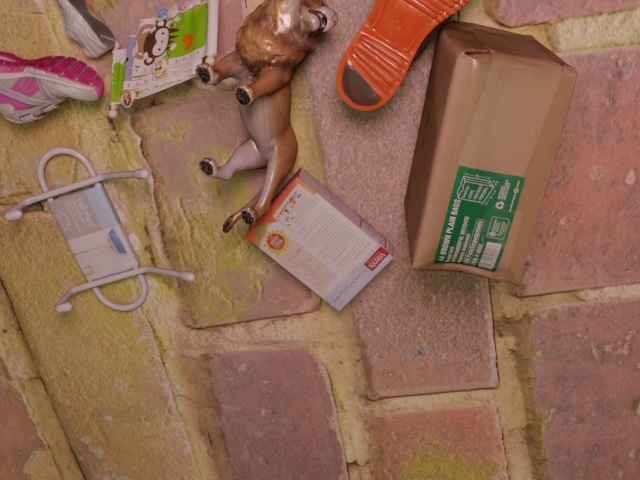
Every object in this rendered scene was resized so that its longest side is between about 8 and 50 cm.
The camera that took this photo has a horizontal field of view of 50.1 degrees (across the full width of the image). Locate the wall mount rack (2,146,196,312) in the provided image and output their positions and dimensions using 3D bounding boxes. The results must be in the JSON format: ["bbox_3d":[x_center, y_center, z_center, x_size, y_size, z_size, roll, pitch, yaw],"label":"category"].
[{"bbox_3d":[-0.393,-0.007,1.262,0.303,0.130,0.350,-16,112,11],"label":"wall mount rack"}]

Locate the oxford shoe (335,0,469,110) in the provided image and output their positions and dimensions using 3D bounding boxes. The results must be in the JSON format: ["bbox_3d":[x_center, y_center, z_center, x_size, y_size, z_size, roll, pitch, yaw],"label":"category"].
[{"bbox_3d":[0.148,-0.373,1.056,0.130,0.133,0.364,38,115,-5],"label":"oxford shoe"}]

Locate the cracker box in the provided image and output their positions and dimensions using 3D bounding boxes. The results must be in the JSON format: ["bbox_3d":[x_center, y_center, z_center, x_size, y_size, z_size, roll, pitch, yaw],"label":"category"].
[{"bbox_3d":[0.000,0.000,1.264,0.232,0.067,0.156,40,111,-11],"label":"cracker box"}]

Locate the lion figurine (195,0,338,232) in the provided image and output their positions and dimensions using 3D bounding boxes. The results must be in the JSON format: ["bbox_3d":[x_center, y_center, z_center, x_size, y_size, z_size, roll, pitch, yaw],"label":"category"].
[{"bbox_3d":[-0.088,-0.216,1.135,0.142,0.240,0.392,26,131,16],"label":"lion figurine"}]

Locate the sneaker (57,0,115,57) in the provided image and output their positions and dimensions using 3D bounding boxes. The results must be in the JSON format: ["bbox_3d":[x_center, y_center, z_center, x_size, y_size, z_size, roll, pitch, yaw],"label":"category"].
[{"bbox_3d":[-0.414,-0.375,1.149,0.061,0.054,0.152,-26,104,33],"label":"sneaker"}]

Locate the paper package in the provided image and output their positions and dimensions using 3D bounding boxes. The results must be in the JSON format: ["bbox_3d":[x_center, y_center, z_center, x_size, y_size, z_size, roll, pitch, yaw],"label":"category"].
[{"bbox_3d":[0.240,-0.144,1.050,0.168,0.309,0.325,10,115,1],"label":"paper package"}]

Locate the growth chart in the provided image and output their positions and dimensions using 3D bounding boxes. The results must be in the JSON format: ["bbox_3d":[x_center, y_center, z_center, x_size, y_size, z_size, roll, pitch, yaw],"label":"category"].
[{"bbox_3d":[-0.259,-0.314,1.123,0.237,0.021,0.172,-19,67,23],"label":"growth chart"}]

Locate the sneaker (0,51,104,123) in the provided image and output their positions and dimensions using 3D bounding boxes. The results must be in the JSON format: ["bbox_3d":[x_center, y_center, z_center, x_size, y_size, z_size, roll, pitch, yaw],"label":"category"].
[{"bbox_3d":[-0.494,-0.258,1.188,0.252,0.103,0.111,8,118,9],"label":"sneaker"}]
